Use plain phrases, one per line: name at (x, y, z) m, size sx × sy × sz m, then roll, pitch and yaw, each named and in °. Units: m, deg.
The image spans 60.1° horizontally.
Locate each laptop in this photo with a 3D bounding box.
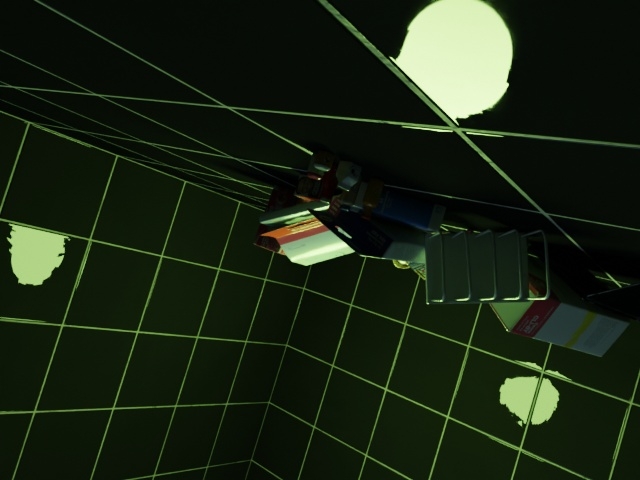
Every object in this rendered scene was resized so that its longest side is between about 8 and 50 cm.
laptop at (0.890, 0.088, 1.594) m, size 0.382 × 0.236 × 0.407 m, roll 19°, pitch -155°, yaw -36°

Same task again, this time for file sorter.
file sorter at (0.427, 0.067, 1.441) m, size 0.278 × 0.192 × 0.173 m, roll -1°, pitch 174°, yaw 0°

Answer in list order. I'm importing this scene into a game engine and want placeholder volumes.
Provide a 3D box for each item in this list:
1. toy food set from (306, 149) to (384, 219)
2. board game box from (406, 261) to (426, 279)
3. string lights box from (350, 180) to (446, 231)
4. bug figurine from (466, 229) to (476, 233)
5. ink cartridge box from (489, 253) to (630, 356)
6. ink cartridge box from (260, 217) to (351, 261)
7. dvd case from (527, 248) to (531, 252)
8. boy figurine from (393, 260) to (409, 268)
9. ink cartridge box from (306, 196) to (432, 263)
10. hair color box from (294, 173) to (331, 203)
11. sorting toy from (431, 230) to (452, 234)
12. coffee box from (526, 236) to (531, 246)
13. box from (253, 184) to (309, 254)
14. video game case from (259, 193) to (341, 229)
toy food set at (0.045, -0.132, 1.335) m, size 0.111 × 0.104 × 0.232 m, roll 15°, pitch 177°, yaw 41°
board game box at (0.370, 0.062, 1.788) m, size 0.147 × 0.045 × 0.193 m, roll -22°, pitch 152°, yaw 18°
string lights box at (0.202, -0.091, 1.543) m, size 0.260 × 0.076 × 0.133 m, roll 17°, pitch 177°, yaw -3°
bug figurine at (0.430, -0.014, 1.838) m, size 0.279 × 0.072 × 0.216 m, roll 21°, pitch 173°, yaw 12°
ink cartridge box at (0.731, 0.192, 1.765) m, size 0.385 × 0.160 × 0.279 m, roll 17°, pitch -154°, yaw -20°
ink cartridge box at (0.000, 0.000, 2.071) m, size 0.309 × 0.091 × 0.385 m, roll -16°, pitch 167°, yaw 20°
dvd case at (0.664, 0.032, 1.880) m, size 0.165 × 0.018 × 0.221 m, roll 16°, pitch 177°, yaw -4°
boy figurine at (0.303, 0.040, 1.986) m, size 0.178 × 0.092 × 0.285 m, roll 18°, pitch 171°, yaw 3°
ink cartridge box at (0.174, -0.036, 1.642) m, size 0.330 × 0.071 × 0.324 m, roll 9°, pitch -159°, yaw -35°
hair color box at (-0.016, -0.156, 1.658) m, size 0.043 × 0.071 × 0.141 m, roll 18°, pitch 177°, yaw -37°
sorting toy at (0.502, -0.003, 2.116) m, size 0.208 × 0.038 × 0.193 m, roll 24°, pitch 175°, yaw -33°
coffee box at (0.524, 0.026, 1.626) m, size 0.040 × 0.113 × 0.184 m, roll 56°, pitch 173°, yaw -4°
box at (-0.152, -0.079, 2.216) m, size 0.123 × 0.256 × 0.128 m, roll 19°, pitch 178°, yaw 20°
video game case at (-0.008, -0.087, 1.986) m, size 0.329 × 0.036 × 0.300 m, roll -12°, pitch 167°, yaw 19°
